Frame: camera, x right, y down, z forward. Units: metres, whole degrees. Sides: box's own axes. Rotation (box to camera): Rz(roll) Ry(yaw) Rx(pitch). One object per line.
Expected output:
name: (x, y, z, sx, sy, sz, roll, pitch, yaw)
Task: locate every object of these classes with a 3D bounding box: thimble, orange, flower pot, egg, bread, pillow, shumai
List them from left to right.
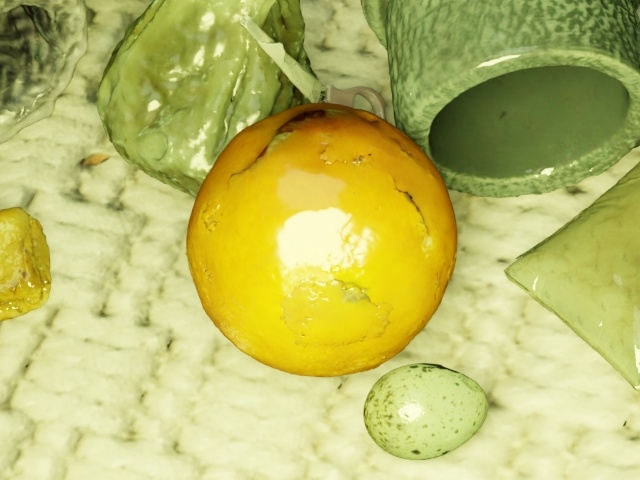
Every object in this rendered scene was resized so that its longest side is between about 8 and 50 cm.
bread: (-0.366, 0.040, 1.907, 0.211, 0.083, 0.114, -13, 57, 2)
thimble: (-0.364, -0.211, 2.015, 0.245, 0.217, 0.157, -43, 55, -4)
shumai: (-0.119, -0.180, 1.939, 0.225, 0.222, 0.260, 1, 58, 10)
orange: (0.000, 0.000, 1.763, 0.246, 0.246, 0.246, -6, 52, 8)
egg: (0.092, 0.148, 1.723, 0.110, 0.085, 0.085, -13, 52, 0)
flower pot: (0.194, -0.225, 1.861, 0.299, 0.299, 0.282, -11, 57, 4)
pillow: (0.336, -0.009, 1.797, 0.302, 0.075, 0.185, -39, 57, -16)

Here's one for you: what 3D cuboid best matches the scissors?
scissors: (-0.005, -0.146, 1.905, 0.021, 0.212, 0.110, -12, 44, 42)
